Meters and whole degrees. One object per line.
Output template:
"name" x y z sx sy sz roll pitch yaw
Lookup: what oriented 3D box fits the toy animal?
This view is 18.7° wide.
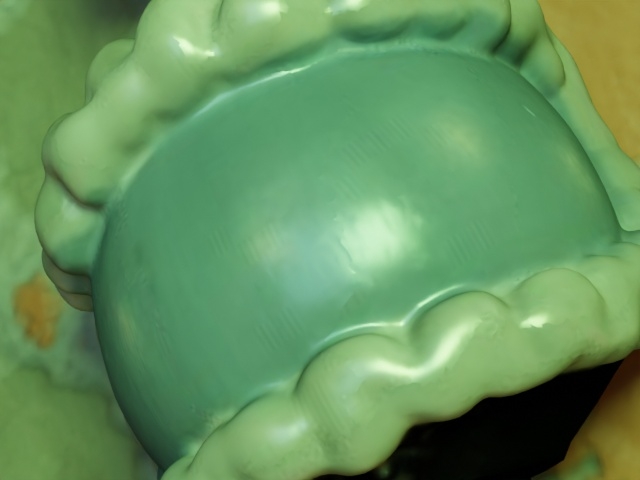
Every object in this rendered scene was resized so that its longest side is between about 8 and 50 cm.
"toy animal" 0.000 0.000 0.646 0.208 0.156 0.204 -28 71 10
